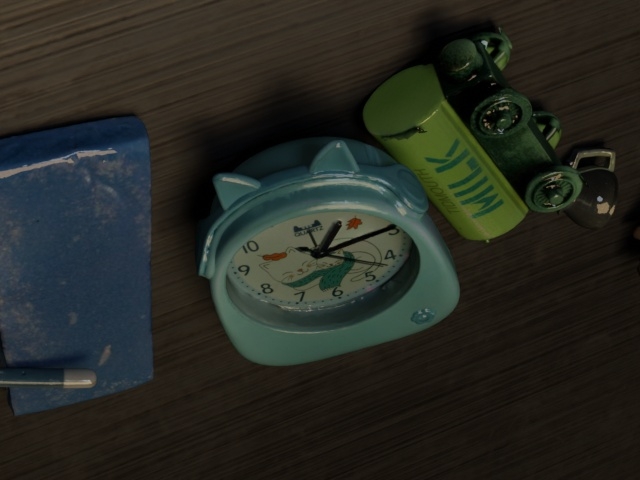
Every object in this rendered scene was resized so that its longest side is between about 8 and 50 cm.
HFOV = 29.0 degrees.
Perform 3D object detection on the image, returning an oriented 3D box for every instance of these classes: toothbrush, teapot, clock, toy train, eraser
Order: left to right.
[{"bbox_3d":[-0.335,0.120,1.085,0.275,0.019,0.025,4,135,-18],"label":"toothbrush"},{"bbox_3d":[-0.219,0.033,1.093,0.144,0.043,0.312,-13,136,-20],"label":"eraser"},{"bbox_3d":[0.000,0.000,1.125,0.223,0.094,0.274,-15,140,6],"label":"clock"},{"bbox_3d":[0.142,-0.087,1.162,0.157,0.105,0.253,-27,142,17],"label":"toy train"},{"bbox_3d":[0.278,-0.058,1.300,0.057,0.066,0.088,12,103,-19],"label":"teapot"}]

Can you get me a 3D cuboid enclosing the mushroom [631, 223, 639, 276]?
[{"bbox_3d":[0.447,-0.011,1.405,0.117,0.141,0.188,-37,166,-50],"label":"mushroom"}]
